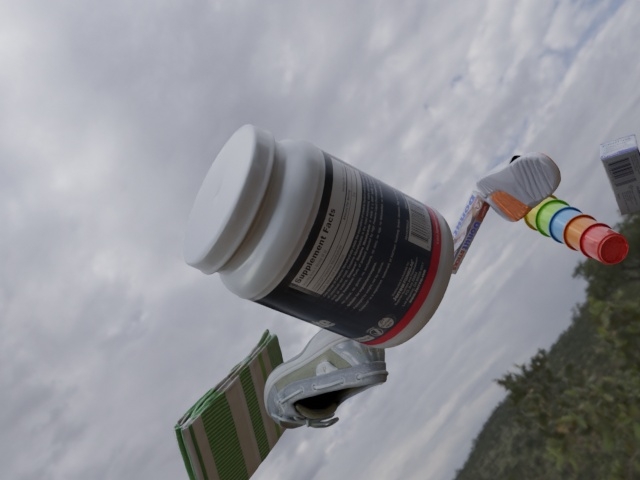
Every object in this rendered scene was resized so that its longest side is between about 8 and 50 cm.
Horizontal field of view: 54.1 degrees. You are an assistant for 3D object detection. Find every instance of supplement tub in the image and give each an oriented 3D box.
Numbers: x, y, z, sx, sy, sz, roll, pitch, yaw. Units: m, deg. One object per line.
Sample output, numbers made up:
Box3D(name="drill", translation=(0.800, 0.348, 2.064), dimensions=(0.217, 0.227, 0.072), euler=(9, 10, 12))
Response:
Box3D(name="supplement tub", translation=(0.000, 0.000, 0.732), dimensions=(0.272, 0.191, 0.191), euler=(24, -74, -24))

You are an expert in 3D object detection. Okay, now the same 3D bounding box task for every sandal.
Box3D(name="sandal", translation=(0.354, -0.102, 1.069), dimensions=(0.076, 0.102, 0.265), euler=(-37, -2, -11))

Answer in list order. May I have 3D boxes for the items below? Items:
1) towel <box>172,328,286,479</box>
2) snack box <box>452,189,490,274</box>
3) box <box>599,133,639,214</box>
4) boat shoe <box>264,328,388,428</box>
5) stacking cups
Box3D(name="towel", translation=(-0.159, 0.362, 1.258), dimensions=(0.325, 0.038, 0.248), euler=(-44, -50, -52))
Box3D(name="snack box", translation=(0.314, -0.017, 1.369), dimensions=(0.022, 0.064, 0.178), euler=(15, -68, -17))
Box3D(name="box", translation=(0.627, -0.137, 1.280), dimensions=(0.072, 0.126, 0.137), euler=(-19, 13, 28))
Box3D(name="boat shoe", translation=(0.003, 0.228, 0.957), dimensions=(0.118, 0.103, 0.320), euler=(6, -37, -30))
Box3D(name="stacking cups", translation=(0.538, -0.018, 1.335), dimensions=(0.096, 0.096, 0.316), euler=(-58, 15, 13))
